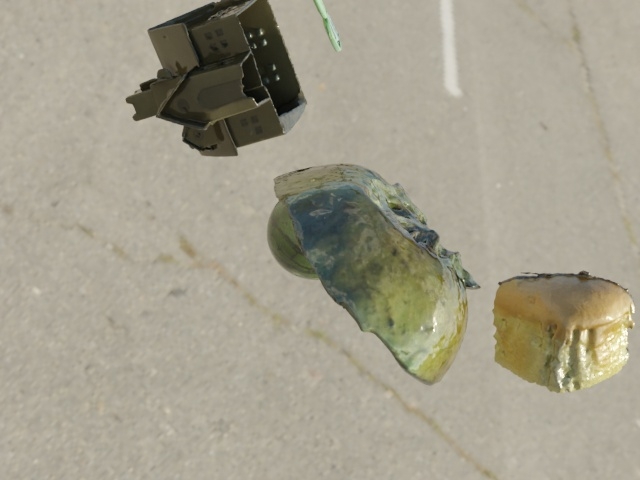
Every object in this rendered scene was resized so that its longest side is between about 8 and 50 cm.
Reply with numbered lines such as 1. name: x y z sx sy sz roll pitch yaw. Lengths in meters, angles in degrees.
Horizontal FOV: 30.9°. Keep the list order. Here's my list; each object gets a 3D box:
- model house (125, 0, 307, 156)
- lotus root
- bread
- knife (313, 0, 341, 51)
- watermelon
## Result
1. model house: -0.182 -0.222 1.705 0.211 0.243 0.204 69 24 -17
2. lotus root: 0.050 0.008 0.840 0.183 0.078 0.203 49 9 -14
3. bread: 0.448 0.163 2.127 0.262 0.204 0.162 -1 22 7
4. knife: -0.005 -0.403 1.967 0.054 0.015 0.212 -90 160 -46
5. watermelon: -0.004 -0.006 1.170 0.109 0.109 0.109 34 29 -22
